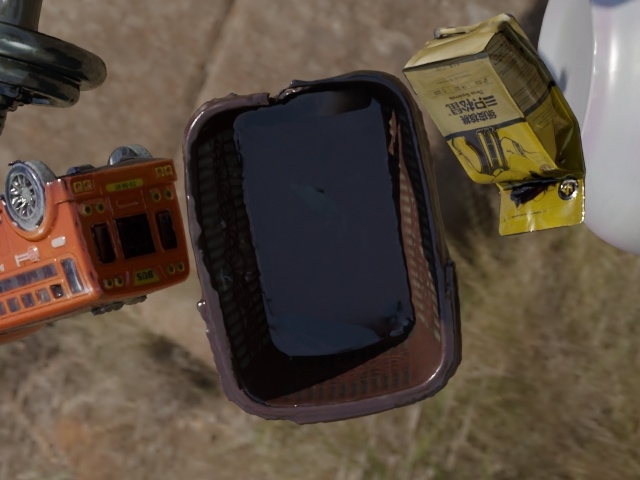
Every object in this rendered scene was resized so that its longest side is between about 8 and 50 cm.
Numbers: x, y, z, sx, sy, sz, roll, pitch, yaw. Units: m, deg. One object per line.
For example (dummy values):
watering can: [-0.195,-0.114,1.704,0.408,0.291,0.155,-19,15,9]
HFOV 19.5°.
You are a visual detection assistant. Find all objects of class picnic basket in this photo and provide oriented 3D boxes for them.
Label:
picnic basket: [0.000,0.000,1.618,0.223,0.129,0.296,-10,101,3]

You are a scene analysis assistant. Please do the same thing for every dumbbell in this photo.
dumbbell: [-0.267,-0.234,1.668,0.192,0.192,0.290,9,85,44]

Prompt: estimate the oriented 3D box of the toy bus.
toy bus: [-0.272,0.013,1.742,0.329,0.143,0.153,-15,89,45]

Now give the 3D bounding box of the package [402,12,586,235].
package: [0.112,-0.069,1.119,0.071,0.131,0.047,-13,28,47]

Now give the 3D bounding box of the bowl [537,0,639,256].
bowl: [0.243,-0.116,1.355,0.287,0.144,0.287,-177,90,-82]
